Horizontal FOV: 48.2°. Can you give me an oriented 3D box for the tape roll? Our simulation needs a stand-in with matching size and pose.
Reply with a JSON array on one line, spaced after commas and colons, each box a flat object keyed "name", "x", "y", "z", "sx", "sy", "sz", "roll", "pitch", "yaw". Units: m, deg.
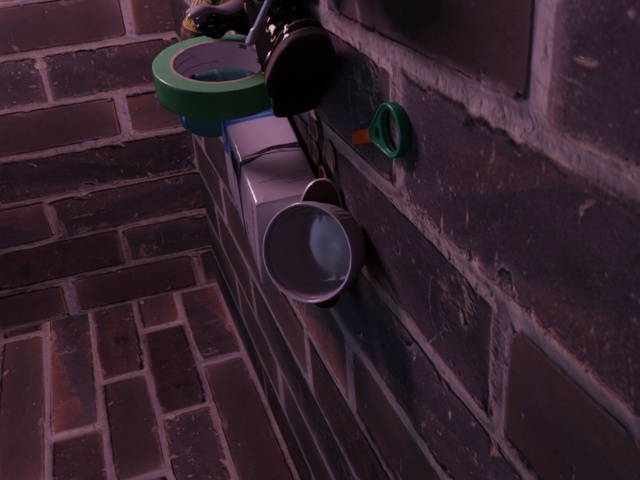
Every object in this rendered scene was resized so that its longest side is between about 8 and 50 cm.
[{"name": "tape roll", "x": -0.239, "y": -0.399, "z": 1.724, "sx": 0.321, "sy": 0.321, "sz": 0.077, "roll": -119, "pitch": 22, "yaw": -47}]

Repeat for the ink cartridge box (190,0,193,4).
[{"name": "ink cartridge box", "x": -0.313, "y": -0.728, "z": 2.098, "sx": 0.176, "sy": 0.127, "sz": 0.128, "roll": -150, "pitch": 48, "yaw": -71}]

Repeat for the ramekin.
[{"name": "ramekin", "x": -0.005, "y": 0.019, "z": 1.467, "sx": 0.109, "sy": 0.207, "sz": 0.207, "roll": -16, "pitch": -86, "yaw": -61}]

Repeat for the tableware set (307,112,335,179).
[{"name": "tableware set", "x": -0.001, "y": -0.195, "z": 1.610, "sx": 0.141, "sy": 0.020, "sz": 0.168, "roll": 95, "pitch": 157, "yaw": -49}]

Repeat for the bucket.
[{"name": "bucket", "x": -0.311, "y": -0.443, "z": 2.082, "sx": 0.281, "sy": 0.281, "sz": 0.183, "roll": 103, "pitch": 146, "yaw": -59}]

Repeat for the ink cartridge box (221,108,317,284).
[{"name": "ink cartridge box", "x": -0.125, "y": -0.131, "z": 1.803, "sx": 0.285, "sy": 0.166, "sz": 0.394, "roll": 90, "pitch": 163, "yaw": -46}]

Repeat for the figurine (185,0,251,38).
[{"name": "figurine", "x": -0.214, "y": -0.543, "z": 1.728, "sx": 0.215, "sy": 0.210, "sz": 0.092, "roll": -127, "pitch": 28, "yaw": -57}]

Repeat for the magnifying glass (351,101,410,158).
[{"name": "magnifying glass", "x": 0.101, "y": -0.186, "z": 1.239, "sx": 0.231, "sy": 0.026, "sz": 0.092, "roll": -169, "pitch": 66, "yaw": -72}]

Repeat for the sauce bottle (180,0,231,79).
[{"name": "sauce bottle", "x": -0.295, "y": -0.579, "z": 1.876, "sx": 0.344, "sy": 0.111, "sz": 0.111, "roll": -60, "pitch": 32, "yaw": 18}]

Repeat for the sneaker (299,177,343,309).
[{"name": "sneaker", "x": 0.000, "y": 0.000, "z": 1.609, "sx": 0.123, "sy": 0.106, "sz": 0.290, "roll": -78, "pitch": -11, "yaw": -78}]

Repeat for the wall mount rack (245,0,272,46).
[{"name": "wall mount rack", "x": -0.133, "y": -0.549, "z": 1.296, "sx": 0.304, "sy": 0.131, "sz": 0.350, "roll": 69, "pitch": -174, "yaw": -51}]

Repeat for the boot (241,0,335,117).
[{"name": "boot", "x": -0.074, "y": -0.433, "z": 1.443, "sx": 0.377, "sy": 0.138, "sz": 0.284, "roll": 104, "pitch": 151, "yaw": -82}]
